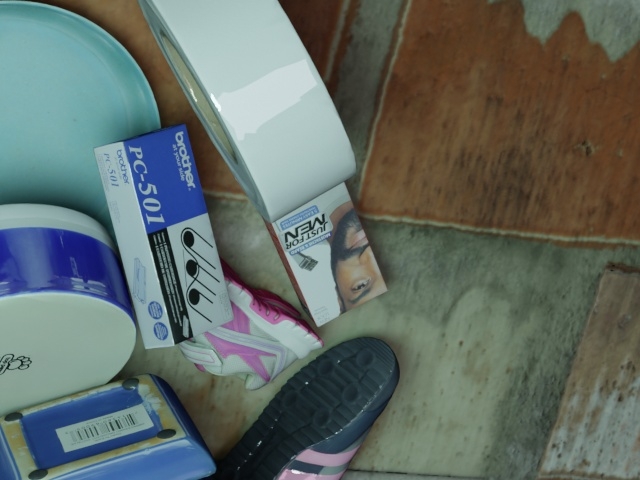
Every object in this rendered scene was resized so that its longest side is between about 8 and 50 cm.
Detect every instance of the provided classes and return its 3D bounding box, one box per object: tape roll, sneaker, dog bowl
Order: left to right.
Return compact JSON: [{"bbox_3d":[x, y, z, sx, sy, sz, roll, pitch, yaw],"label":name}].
[{"bbox_3d":[-0.319,0.080,1.786,0.265,0.104,0.265,-15,151,-8],"label":"dog bowl"},{"bbox_3d":[-0.116,0.085,1.936,0.252,0.103,0.111,36,96,-29],"label":"sneaker"},{"bbox_3d":[-0.077,-0.161,1.734,0.100,0.286,0.286,-31,120,-5],"label":"tape roll"},{"bbox_3d":[-0.012,0.247,2.063,0.319,0.112,0.131,-46,137,7],"label":"sneaker"}]

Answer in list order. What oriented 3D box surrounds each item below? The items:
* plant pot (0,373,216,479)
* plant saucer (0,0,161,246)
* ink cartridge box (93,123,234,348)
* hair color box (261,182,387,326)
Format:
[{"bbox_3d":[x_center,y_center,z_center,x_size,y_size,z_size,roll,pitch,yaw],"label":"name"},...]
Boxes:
[{"bbox_3d":[-0.208,0.275,1.805,0.236,0.236,0.212,-16,112,-13],"label":"plant pot"},{"bbox_3d":[-0.319,-0.093,1.813,0.317,0.044,0.318,-8,117,-17],"label":"plant saucer"},{"bbox_3d":[-0.155,-0.005,1.798,0.097,0.046,0.207,-23,101,-51],"label":"ink cartridge box"},{"bbox_3d":[0.000,0.000,1.968,0.093,0.053,0.167,-28,121,-7],"label":"hair color box"}]
